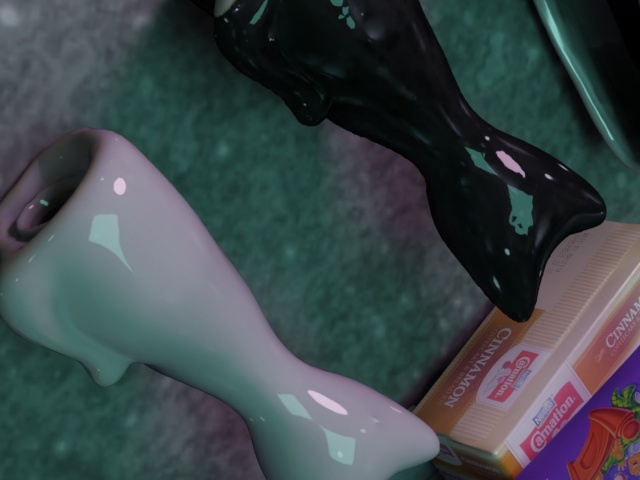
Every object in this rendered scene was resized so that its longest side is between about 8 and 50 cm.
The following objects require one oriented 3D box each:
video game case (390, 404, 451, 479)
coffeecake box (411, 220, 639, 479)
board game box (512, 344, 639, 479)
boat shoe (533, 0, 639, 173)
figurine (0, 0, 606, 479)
[{"bbox_3d":[0.044,0.151,0.806,0.087,0.011,0.122,-42,119,-20],"label":"video game case"},{"bbox_3d":[0.146,0.103,0.822,0.142,0.068,0.185,-49,122,-21],"label":"coffeecake box"},{"bbox_3d":[0.125,0.235,0.763,0.233,0.078,0.347,38,97,-29],"label":"board game box"},{"bbox_3d":[0.123,-0.141,0.751,0.084,0.095,0.258,-46,119,-22],"label":"boat shoe"},{"bbox_3d":[0.000,0.000,0.683,0.209,0.092,0.215,42,76,-23],"label":"figurine"}]
